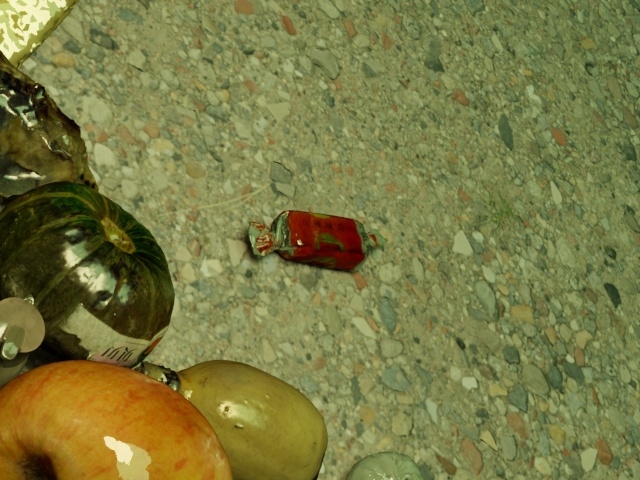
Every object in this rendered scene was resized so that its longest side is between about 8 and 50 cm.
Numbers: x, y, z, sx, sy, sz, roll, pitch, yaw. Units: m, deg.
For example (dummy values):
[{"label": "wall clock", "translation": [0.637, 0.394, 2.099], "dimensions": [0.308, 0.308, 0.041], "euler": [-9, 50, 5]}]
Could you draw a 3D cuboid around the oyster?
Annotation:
[{"label": "oyster", "translation": [-0.430, -0.135, 1.663], "dimensions": [0.221, 0.096, 0.361], "euler": [-51, 123, -15]}]

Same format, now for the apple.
[{"label": "apple", "translation": [-0.246, 0.277, 1.478], "dimensions": [0.299, 0.299, 0.275], "euler": [61, 27, 6]}]

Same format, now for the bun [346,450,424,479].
[{"label": "bun", "translation": [0.105, 0.368, 1.892], "dimensions": [0.140, 0.083, 0.141], "euler": [20, 56, -33]}]

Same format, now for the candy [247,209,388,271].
[{"label": "candy", "translation": [-0.001, 0.000, 2.042], "dimensions": [0.292, 0.059, 0.086], "euler": [7, 58, -41]}]

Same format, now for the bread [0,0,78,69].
[{"label": "bread", "translation": [-0.426, -0.363, 1.729], "dimensions": [0.248, 0.279, 0.315], "euler": [40, 33, -27]}]

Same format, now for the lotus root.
[{"label": "lotus root", "translation": [-0.126, 0.233, 1.685], "dimensions": [0.310, 0.182, 0.183], "euler": [30, 48, -31]}]

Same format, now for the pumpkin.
[{"label": "pumpkin", "translation": [-0.308, 0.051, 1.639], "dimensions": [0.260, 0.189, 0.260], "euler": [47, 11, -12]}]

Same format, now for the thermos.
[{"label": "thermos", "translation": [-0.388, 0.141, 1.491], "dimensions": [0.105, 0.193, 0.137], "euler": [39, 45, -20]}]
